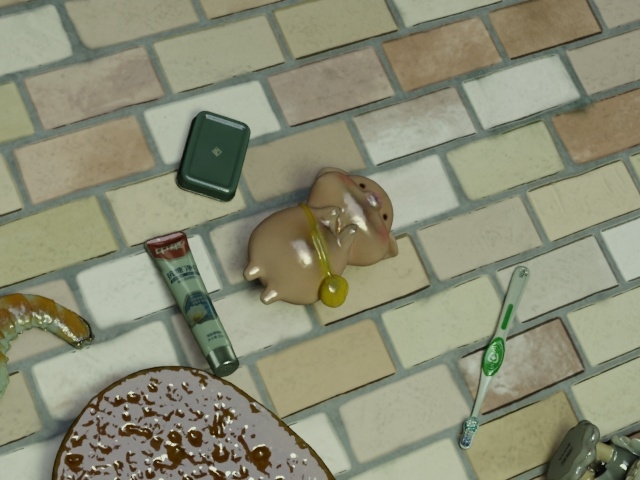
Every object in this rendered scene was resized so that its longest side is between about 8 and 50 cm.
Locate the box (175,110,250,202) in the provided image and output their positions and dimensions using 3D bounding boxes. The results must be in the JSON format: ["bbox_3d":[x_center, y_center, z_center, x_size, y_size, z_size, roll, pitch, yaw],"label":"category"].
[{"bbox_3d":[-0.152,-0.123,1.941,0.091,0.031,0.126,18,65,-10],"label":"box"}]

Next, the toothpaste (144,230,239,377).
[{"bbox_3d":[-0.171,0.082,1.827,0.062,0.039,0.239,-16,55,-20],"label":"toothpaste"}]

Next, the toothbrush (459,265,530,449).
[{"bbox_3d":[0.253,0.165,1.960,0.030,0.030,0.304,26,62,-6],"label":"toothbrush"}]

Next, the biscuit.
[{"bbox_3d":[-0.164,0.353,1.738,0.394,0.070,0.350,45,67,4],"label":"biscuit"}]

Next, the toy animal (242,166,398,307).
[{"bbox_3d":[0.001,0.003,1.881,0.248,0.149,0.165,-33,99,-32],"label":"toy animal"}]

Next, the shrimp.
[{"bbox_3d":[-0.382,0.149,1.768,0.166,0.049,0.161,11,66,-21],"label":"shrimp"}]

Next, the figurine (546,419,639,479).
[{"bbox_3d":[0.510,0.381,1.890,0.387,0.166,0.207,27,99,-8],"label":"figurine"}]
